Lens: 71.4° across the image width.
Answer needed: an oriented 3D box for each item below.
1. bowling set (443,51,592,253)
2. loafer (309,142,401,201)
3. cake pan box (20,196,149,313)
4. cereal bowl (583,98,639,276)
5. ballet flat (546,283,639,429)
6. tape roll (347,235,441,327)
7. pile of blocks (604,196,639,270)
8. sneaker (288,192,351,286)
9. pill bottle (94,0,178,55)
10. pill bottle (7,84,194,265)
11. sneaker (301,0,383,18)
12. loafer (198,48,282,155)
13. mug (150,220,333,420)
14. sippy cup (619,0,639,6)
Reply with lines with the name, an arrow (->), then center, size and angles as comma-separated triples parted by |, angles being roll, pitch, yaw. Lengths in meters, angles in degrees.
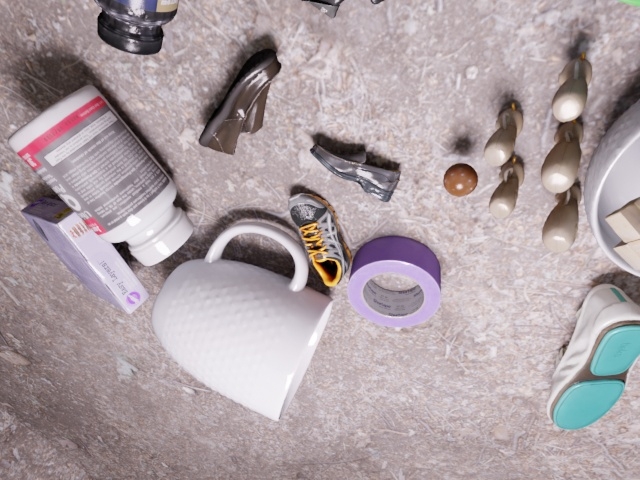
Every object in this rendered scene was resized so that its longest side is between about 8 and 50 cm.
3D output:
bowling set -> 0.305, -0.134, 0.692 | 0.199, 0.154, 0.287 | 11, 134, 30
loafer -> 0.063, -0.134, 0.792 | 0.170, 0.062, 0.061 | 27, 107, -12
cake pan box -> -0.525, 0.034, 1.000 | 0.245, 0.070, 0.267 | 11, 136, 44
cereal bowl -> 0.550, -0.101, 0.628 | 0.338, 0.141, 0.339 | 6, 129, 7
ballet flat -> 0.556, 0.242, 0.916 | 0.139, 0.139, 0.400 | 3, 133, 12
tape roll -> 0.153, 0.088, 0.925 | 0.188, 0.080, 0.189 | 7, 129, 9
pile of blocks -> 0.552, -0.004, 0.567 | 0.362, 0.149, 0.112 | 15, 174, 10
sneaker -> 0.000, 0.000, 0.892 | 0.084, 0.083, 0.215 | -18, 120, 28
pill bottle -> -0.255, -0.385, 0.622 | 0.122, 0.123, 0.219 | 24, 130, -5
pill bottle -> -0.389, -0.109, 0.842 | 0.176, 0.176, 0.319 | -20, 121, 27
sneaker -> -0.010, -0.360, 0.608 | 0.234, 0.078, 0.106 | 3, 126, 9
loafer -> -0.124, -0.226, 0.754 | 0.078, 0.080, 0.220 | 31, 135, -23
mug -> -0.159, 0.141, 0.948 | 0.328, 0.276, 0.374 | 23, 106, 8
sippy cup -> 0.326, -0.370, 0.420 | 0.305, 0.224, 0.240 | 34, 127, -14
